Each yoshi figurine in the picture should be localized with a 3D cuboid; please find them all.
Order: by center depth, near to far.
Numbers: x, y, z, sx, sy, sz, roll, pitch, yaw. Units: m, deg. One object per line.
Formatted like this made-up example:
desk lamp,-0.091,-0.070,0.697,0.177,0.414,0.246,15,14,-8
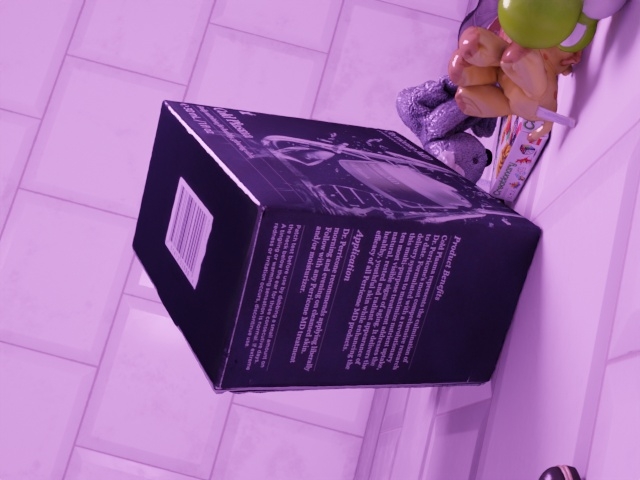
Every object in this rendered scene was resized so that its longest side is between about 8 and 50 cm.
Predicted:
yoshi figurine,0.328,-0.371,1.159,0.362,0.203,0.203,99,178,-52

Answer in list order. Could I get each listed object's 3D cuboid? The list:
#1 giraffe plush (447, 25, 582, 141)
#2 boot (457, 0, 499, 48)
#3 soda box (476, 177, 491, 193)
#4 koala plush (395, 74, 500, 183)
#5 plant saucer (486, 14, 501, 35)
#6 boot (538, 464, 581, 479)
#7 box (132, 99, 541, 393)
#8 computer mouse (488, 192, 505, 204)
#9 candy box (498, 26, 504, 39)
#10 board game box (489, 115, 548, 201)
giraffe plush,0.319,-0.276,1.404,0.170,0.210,0.181,-57,-8,-26
boot,0.411,-0.483,2.346,0.338,0.118,0.222,94,-175,-64
soda box,0.306,-0.033,1.924,0.074,0.069,0.216,103,-178,-52
koala plush,0.243,-0.179,1.736,0.196,0.203,0.221,62,-152,-78
plant saucer,0.334,-0.373,1.757,0.168,0.029,0.168,-58,15,24
boot,0.173,0.295,0.881,0.077,0.137,0.198,104,-179,-55
box,0.000,0.000,1.506,0.480,0.472,0.297,45,124,54
computer mouse,0.325,-0.034,1.664,0.071,0.041,0.242,-58,9,14
candy box,0.355,-0.385,1.563,0.187,0.053,0.109,137,150,-82
board game box,0.367,-0.247,1.656,0.193,0.053,0.305,102,-177,-58
